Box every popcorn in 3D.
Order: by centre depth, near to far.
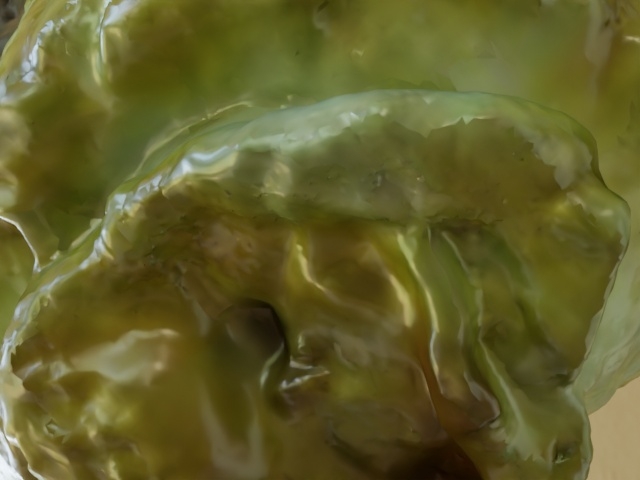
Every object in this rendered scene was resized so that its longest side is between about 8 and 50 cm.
[{"bbox_3d":[0.000,0.000,0.521,0.204,0.183,0.221,34,-63,1],"label":"popcorn"}]

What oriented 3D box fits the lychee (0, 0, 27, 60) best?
[{"bbox_3d":[-0.234,-0.181,0.937,0.255,0.255,0.274,-13,-23,12],"label":"lychee"}]
